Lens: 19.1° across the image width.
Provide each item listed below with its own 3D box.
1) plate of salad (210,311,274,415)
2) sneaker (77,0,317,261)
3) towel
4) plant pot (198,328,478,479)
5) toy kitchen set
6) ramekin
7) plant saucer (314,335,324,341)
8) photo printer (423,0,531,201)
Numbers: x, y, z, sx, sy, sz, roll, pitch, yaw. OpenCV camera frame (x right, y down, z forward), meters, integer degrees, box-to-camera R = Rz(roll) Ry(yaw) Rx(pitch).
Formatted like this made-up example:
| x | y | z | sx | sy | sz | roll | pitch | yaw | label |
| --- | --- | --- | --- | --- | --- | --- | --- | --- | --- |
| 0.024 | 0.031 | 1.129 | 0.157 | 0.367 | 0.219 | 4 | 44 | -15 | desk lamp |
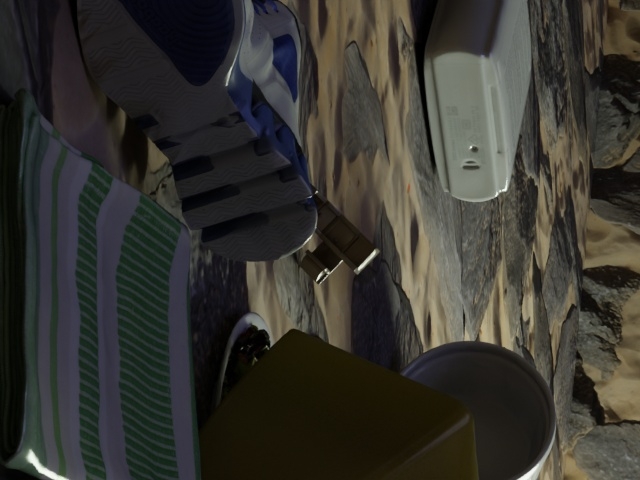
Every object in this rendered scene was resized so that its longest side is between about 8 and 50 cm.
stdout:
| x | y | z | sx | sy | sz | roll | pitch | yaw | label |
| --- | --- | --- | --- | --- | --- | --- | --- | --- | --- |
| -0.056 | 0.164 | 1.711 | 0.200 | 0.048 | 0.200 | 2 | 90 | -74 | plate of salad |
| -0.091 | -0.151 | 1.458 | 0.182 | 0.127 | 0.315 | -93 | 166 | -49 | sneaker |
| -0.149 | 0.059 | 1.315 | 0.325 | 0.038 | 0.248 | 48 | 37 | -68 | towel |
| -0.006 | 0.232 | 1.577 | 0.187 | 0.212 | 0.212 | -31 | 127 | -36 | plant pot |
| 0.000 | 0.000 | 1.880 | 0.068 | 0.083 | 0.075 | -46 | 160 | 1 | toy kitchen set |
| 0.182 | 0.238 | 2.317 | 0.109 | 0.207 | 0.207 | 85 | 14 | -55 | ramekin |
| 0.001 | 0.141 | 1.980 | 0.083 | 0.015 | 0.083 | 1 | 90 | -75 | plant saucer |
| 0.219 | -0.244 | 2.582 | 0.307 | 0.107 | 0.256 | -73 | 158 | -47 | photo printer |
